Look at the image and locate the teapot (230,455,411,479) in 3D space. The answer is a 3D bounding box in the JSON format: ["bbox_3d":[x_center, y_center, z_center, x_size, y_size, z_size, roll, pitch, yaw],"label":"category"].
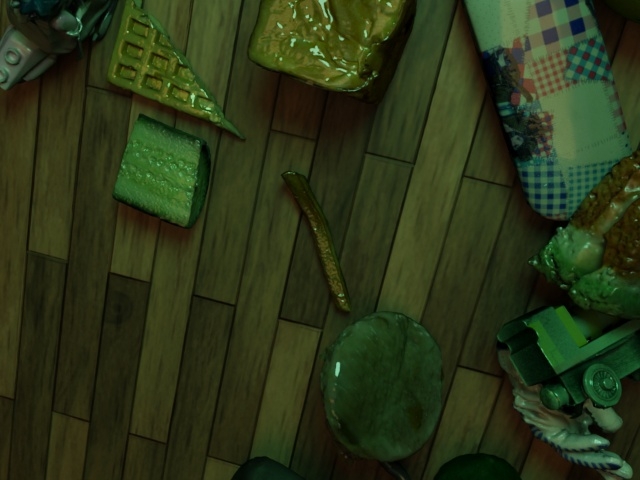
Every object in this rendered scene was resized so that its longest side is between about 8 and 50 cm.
[{"bbox_3d":[-0.002,0.420,0.890,0.285,0.305,0.223,28,144,-6],"label":"teapot"}]

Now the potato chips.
[{"bbox_3d":[0.000,0.000,0.829,0.026,0.037,0.203,-14,108,23],"label":"potato chips"}]

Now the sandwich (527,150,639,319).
[{"bbox_3d":[0.403,-0.015,0.682,0.293,0.109,0.212,4,125,-10],"label":"sandwich"}]

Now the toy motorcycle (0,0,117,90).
[{"bbox_3d":[-0.312,-0.262,0.716,0.108,0.204,0.239,25,112,-10],"label":"toy motorcycle"}]

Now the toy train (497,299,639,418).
[{"bbox_3d":[0.321,0.119,0.745,0.200,0.083,0.132,-20,72,-26],"label":"toy train"}]

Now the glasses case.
[{"bbox_3d":[0.253,-0.178,0.713,0.125,0.076,0.327,-19,103,14],"label":"glasses case"}]

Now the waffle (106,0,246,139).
[{"bbox_3d":[-0.164,-0.216,0.798,0.191,0.032,0.125,21,105,1],"label":"waffle"}]

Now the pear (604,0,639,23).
[{"bbox_3d":[0.357,-0.296,0.609,0.198,0.198,0.198,2,106,9],"label":"pear"}]

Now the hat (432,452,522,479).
[{"bbox_3d":[0.326,0.432,0.795,0.285,0.285,0.400,-32,87,16],"label":"hat"}]

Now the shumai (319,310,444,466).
[{"bbox_3d":[0.064,0.192,0.833,0.120,0.201,0.201,-13,107,54],"label":"shumai"}]

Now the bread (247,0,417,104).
[{"bbox_3d":[0.016,-0.235,0.701,0.158,0.149,0.143,24,104,2],"label":"bread"}]

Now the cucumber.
[{"bbox_3d":[-0.197,-0.090,0.819,0.115,0.062,0.116,21,100,1],"label":"cucumber"}]

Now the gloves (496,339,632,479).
[{"bbox_3d":[0.307,0.205,0.803,0.119,0.097,0.229,-31,81,-25],"label":"gloves"}]
